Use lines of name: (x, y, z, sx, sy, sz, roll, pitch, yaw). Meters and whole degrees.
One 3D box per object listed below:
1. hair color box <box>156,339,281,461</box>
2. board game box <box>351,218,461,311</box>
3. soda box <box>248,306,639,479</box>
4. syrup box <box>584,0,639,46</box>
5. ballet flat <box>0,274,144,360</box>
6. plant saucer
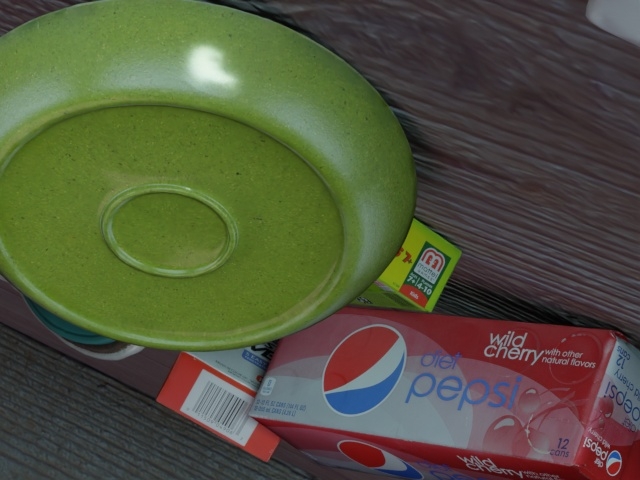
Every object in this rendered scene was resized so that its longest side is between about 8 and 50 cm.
hair color box: (-0.048, 0.079, 1.195, 0.093, 0.053, 0.167, 29, -153, -2)
board game box: (0.000, 0.000, 1.007, 0.092, 0.043, 0.181, 34, 166, -22)
soda box: (0.083, 0.103, 1.025, 0.263, 0.092, 0.083, 2, 151, 43)
syrup box: (0.178, -0.045, 0.309, 0.237, 0.096, 0.093, 26, 168, 8)
ballet flat: (-0.190, -0.002, 1.288, 0.139, 0.139, 0.400, 38, 169, -37)
plant saucer: (-0.073, -0.016, 0.806, 0.241, 0.037, 0.241, 3, 137, 3)
